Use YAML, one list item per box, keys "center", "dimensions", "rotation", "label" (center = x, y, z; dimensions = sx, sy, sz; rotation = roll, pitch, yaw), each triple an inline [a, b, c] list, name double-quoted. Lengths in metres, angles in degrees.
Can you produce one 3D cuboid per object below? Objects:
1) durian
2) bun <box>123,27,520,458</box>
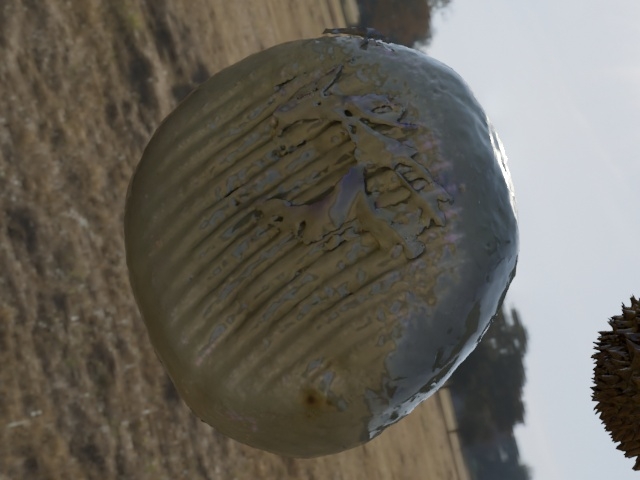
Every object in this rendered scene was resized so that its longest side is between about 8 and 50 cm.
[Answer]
- center: [0.573, 0.210, 1.399]
  dimensions: [0.347, 0.384, 0.348]
  rotation: [19, 64, -46]
  label: "durian"
- center: [0.005, 0.001, 0.657]
  dimensions: [0.168, 0.272, 0.273]
  rotation: [47, 29, -63]
  label: "bun"
